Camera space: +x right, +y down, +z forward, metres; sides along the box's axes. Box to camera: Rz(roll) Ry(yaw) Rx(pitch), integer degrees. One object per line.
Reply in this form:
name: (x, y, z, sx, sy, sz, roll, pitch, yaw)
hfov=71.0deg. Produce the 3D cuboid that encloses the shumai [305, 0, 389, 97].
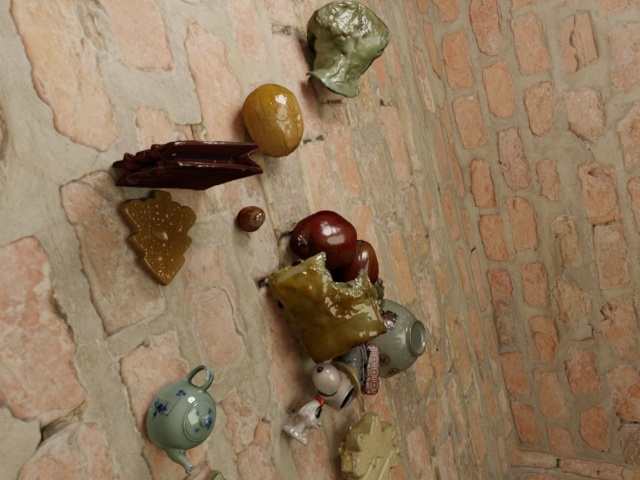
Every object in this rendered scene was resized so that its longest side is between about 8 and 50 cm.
shumai: (0.107, -0.667, 1.651, 0.330, 0.292, 0.288, -3, 71, -17)

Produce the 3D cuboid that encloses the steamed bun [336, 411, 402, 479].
steamed bun: (0.154, 0.756, 1.598, 0.295, 0.137, 0.292, -4, 90, -45)

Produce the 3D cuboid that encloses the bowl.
bowl: (0.343, 0.408, 1.887, 0.337, 0.157, 0.337, 15, 71, -50)

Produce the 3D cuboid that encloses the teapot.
teapot: (-0.305, 0.410, 1.052, 0.159, 0.159, 0.232, 32, 59, -45)

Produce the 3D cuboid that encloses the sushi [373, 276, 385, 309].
sushi: (0.176, 0.225, 1.749, 0.161, 0.107, 0.241, 42, 52, -35)

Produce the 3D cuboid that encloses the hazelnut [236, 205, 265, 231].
hazelnut: (-0.204, -0.064, 1.326, 0.086, 0.086, 0.086, 13, 73, -51)

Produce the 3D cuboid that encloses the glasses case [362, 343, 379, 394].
glasses case: (0.191, 0.502, 1.753, 0.073, 0.049, 0.194, 8, 80, -29)

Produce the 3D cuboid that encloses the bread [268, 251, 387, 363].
bread: (0.041, 0.213, 1.409, 0.314, 0.191, 0.370, -24, 110, -6)

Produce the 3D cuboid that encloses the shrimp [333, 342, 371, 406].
shrimp: (0.127, 0.440, 1.633, 0.145, 0.116, 0.343, 44, 58, -39)

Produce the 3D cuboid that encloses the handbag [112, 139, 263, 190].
handbag: (-0.307, -0.175, 1.067, 0.275, 0.260, 0.084, -9, 93, -51)

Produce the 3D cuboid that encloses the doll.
doll: (0.006, 0.514, 1.434, 0.208, 0.144, 0.271, 32, 78, -43)

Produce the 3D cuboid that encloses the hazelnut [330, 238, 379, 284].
hazelnut: (0.119, 0.098, 1.624, 0.181, 0.212, 0.181, -21, 87, -22)

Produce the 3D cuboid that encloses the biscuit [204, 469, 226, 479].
biscuit: (-0.298, 0.684, 1.099, 0.199, 0.040, 0.121, -41, 118, -46)

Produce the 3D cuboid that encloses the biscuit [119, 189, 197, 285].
biscuit: (-0.393, -0.007, 1.104, 0.212, 0.041, 0.239, 6, 79, -58)

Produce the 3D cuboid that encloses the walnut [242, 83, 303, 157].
walnut: (-0.145, -0.366, 1.384, 0.193, 0.193, 0.226, -51, 133, -44)

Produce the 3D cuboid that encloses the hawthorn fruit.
hawthorn fruit: (0.000, 0.000, 1.476, 0.248, 0.208, 0.208, 3, 81, -50)
